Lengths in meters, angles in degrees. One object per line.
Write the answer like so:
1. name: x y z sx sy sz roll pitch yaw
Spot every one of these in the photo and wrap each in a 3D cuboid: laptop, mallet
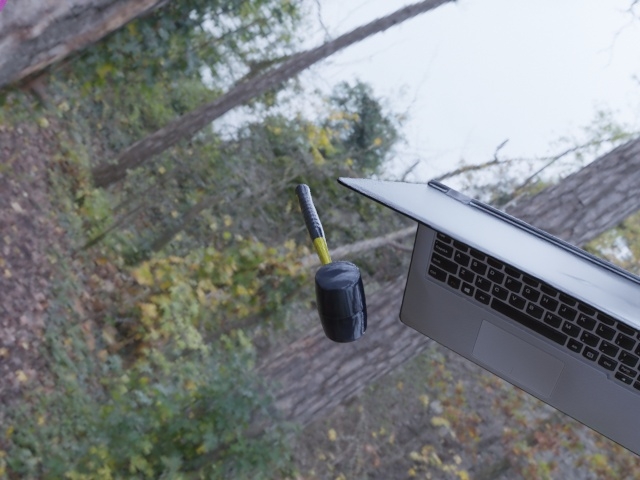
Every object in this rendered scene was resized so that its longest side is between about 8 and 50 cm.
1. laptop: 0.220 0.109 0.836 0.382 0.236 0.407 29 -41 23
2. mallet: 0.000 0.000 0.663 0.189 0.039 0.062 -108 -172 -45

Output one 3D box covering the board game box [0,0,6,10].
1. board game box: -0.430 -0.177 0.646 0.242 0.316 0.064 30 -1 -1
